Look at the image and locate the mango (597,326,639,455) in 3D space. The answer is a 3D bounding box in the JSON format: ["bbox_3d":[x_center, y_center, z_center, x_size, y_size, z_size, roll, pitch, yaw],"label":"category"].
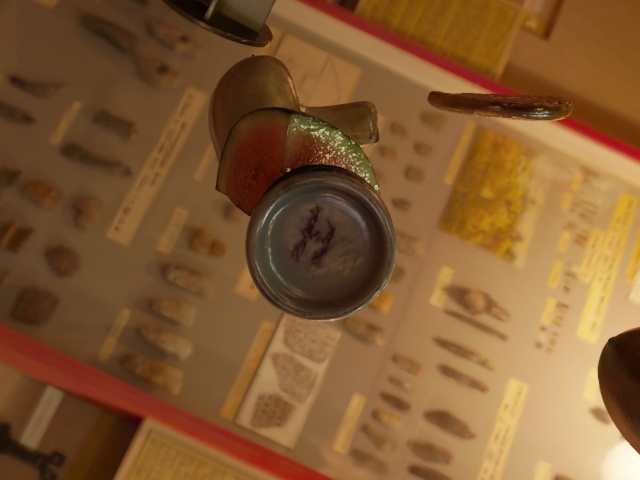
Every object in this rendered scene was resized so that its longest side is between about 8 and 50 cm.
[{"bbox_3d":[0.277,0.121,0.745,0.120,0.151,0.221,-43,-176,-8],"label":"mango"}]

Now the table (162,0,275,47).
[{"bbox_3d":[-0.088,-0.382,1.341,0.227,0.167,0.167,-61,-177,23],"label":"table"}]

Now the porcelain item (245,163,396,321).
[{"bbox_3d":[0.000,0.000,1.063,0.114,0.147,0.147,-98,-148,-82],"label":"porcelain item"}]

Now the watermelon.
[{"bbox_3d":[-0.012,-0.075,1.193,0.193,0.145,0.137,-35,-114,56],"label":"watermelon"}]

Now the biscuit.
[{"bbox_3d":[0.281,-0.194,1.569,0.144,0.224,0.033,27,-63,59],"label":"biscuit"}]

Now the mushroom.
[{"bbox_3d":[-0.031,-0.137,1.358,0.207,0.215,0.207,170,-90,-89],"label":"mushroom"}]
